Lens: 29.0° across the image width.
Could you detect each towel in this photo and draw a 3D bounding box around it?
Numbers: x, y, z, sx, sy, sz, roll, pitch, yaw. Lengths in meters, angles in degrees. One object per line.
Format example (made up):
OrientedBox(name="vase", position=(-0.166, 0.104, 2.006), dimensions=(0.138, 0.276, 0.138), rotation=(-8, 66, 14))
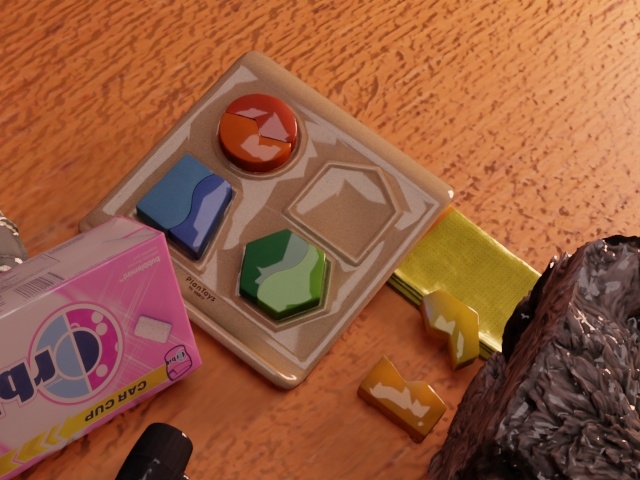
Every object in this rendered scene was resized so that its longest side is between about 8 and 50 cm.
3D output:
OrientedBox(name="towel", position=(0.106, 0.018, 0.998), dimensions=(0.237, 0.021, 0.102), rotation=(39, 56, 13))

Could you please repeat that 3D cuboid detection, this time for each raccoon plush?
OrientedBox(name="raccoon plush", position=(0.218, 0.209, 0.789), dimensions=(0.299, 0.216, 0.446), rotation=(31, 55, 1))

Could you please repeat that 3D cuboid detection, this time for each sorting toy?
OrientedBox(name="sorting toy", position=(0.000, 0.000, 0.949), dimensions=(0.307, 0.041, 0.229), rotation=(36, 65, 11))

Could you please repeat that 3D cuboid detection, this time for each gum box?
OrientedBox(name="gum box", position=(-0.181, 0.074, 0.816), dimensions=(0.188, 0.107, 0.062), rotation=(-29, 29, -31))

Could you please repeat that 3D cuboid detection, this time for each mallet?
OrientedBox(name="mallet", position=(-0.053, 0.196, 0.822), dimensions=(0.190, 0.039, 0.062), rotation=(35, 53, 5))

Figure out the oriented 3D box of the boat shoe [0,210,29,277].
OrientedBox(name="boat shoe", position=(-0.324, 0.066, 0.788), dimensions=(0.319, 0.116, 0.099), rotation=(-28, 63, -35))
